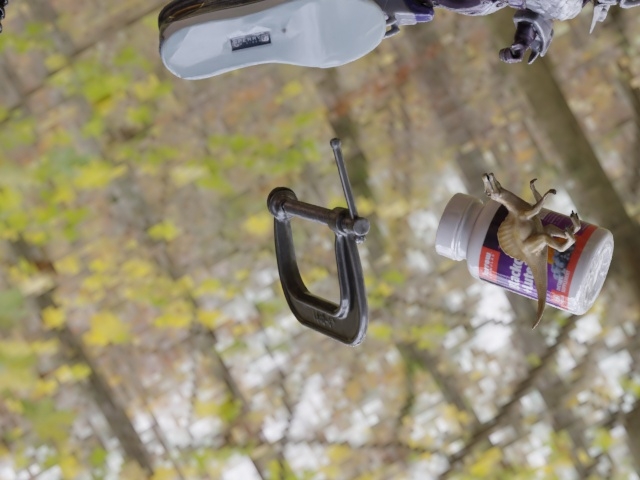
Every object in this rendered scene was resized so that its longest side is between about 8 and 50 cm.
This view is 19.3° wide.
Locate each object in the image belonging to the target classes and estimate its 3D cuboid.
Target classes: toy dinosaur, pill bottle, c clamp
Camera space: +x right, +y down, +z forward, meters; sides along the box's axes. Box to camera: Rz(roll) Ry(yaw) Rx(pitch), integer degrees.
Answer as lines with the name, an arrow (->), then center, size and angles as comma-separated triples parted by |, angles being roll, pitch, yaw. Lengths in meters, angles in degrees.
toy dinosaur -> 0.245, -0.001, 2.115 | 0.093, 0.183, 0.053 | -24, 174, 28
pill bottle -> 0.240, 0.009, 2.236 | 0.193, 0.108, 0.108 | 19, -151, 21
c clamp -> 0.000, 0.000, 1.227 | 0.022, 0.137, 0.161 | -16, -172, -21

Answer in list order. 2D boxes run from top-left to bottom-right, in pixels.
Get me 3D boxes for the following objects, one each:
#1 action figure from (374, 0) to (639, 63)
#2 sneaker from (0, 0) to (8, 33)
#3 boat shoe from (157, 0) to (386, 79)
action figure -> 0.153, -0.227, 1.675 | 0.285, 0.185, 0.099 | 5, -121, 10
sneaker -> -0.320, -0.213, 1.640 | 0.106, 0.267, 0.101 | -23, 152, 17
boat shoe -> -0.043, -0.180, 1.525 | 0.183, 0.065, 0.083 | -8, -151, -6
